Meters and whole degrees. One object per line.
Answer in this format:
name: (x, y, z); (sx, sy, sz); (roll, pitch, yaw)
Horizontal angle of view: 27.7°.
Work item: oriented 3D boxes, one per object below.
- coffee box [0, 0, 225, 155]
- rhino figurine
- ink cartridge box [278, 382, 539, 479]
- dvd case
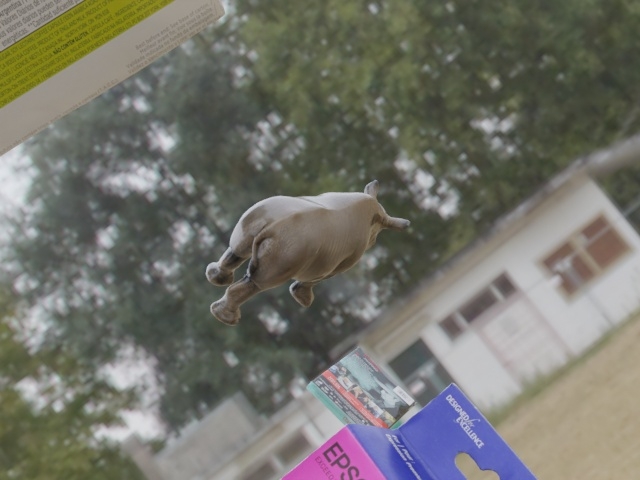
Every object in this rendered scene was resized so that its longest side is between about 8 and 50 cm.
coffee box: (-0.341, -0.296, 1.094); (0.338, 0.337, 0.334); (-33, -46, -6)
rhino figurine: (0.000, 0.000, 1.115); (0.243, 0.073, 0.106); (-14, -32, -55)
ink cartridge box: (-0.003, 0.267, 0.953); (0.371, 0.175, 0.069); (-38, -40, -3)
dvd case: (0.044, 0.157, 1.318); (0.013, 0.087, 0.119); (-52, -10, 27)
